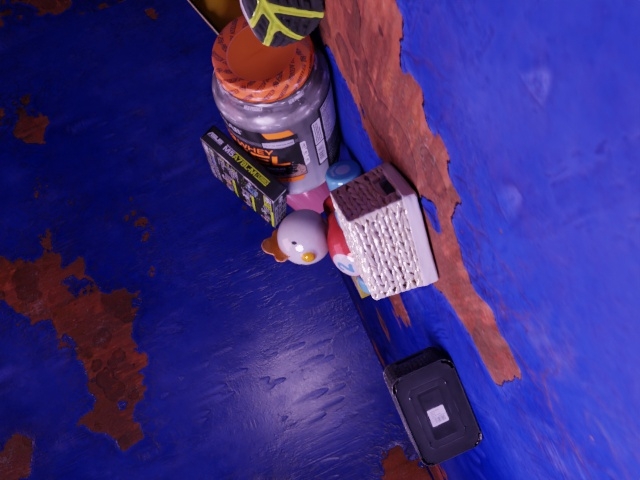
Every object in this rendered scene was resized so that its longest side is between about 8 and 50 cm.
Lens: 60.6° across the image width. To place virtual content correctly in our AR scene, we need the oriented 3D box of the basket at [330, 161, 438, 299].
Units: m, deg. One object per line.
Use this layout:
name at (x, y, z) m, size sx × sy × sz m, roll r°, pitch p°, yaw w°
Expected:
basket at (0.092, -0.009, 0.804) m, size 0.113 × 0.103 × 0.167 m, roll -116°, pitch 2°, yaw -56°

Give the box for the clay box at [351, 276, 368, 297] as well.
clay box at (0.108, 0.066, 1.678) m, size 0.222 × 0.053 × 0.128 m, roll 72°, pitch 174°, yaw -53°

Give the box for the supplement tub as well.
supplement tub at (-0.075, -0.242, 1.017) m, size 0.338 × 0.207 × 0.207 m, roll 72°, pitch 174°, yaw -67°

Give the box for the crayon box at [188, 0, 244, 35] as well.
crayon box at (-0.152, -0.415, 1.125) m, size 0.203 × 0.083 × 0.323 m, roll 50°, pitch -173°, yaw 18°

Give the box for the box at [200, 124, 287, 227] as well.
box at (-0.145, -0.118, 1.073) m, size 0.184 × 0.045 × 0.191 m, roll 39°, pitch 167°, yaw 6°

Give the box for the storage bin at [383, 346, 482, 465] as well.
storage bin at (0.207, 0.307, 1.022) m, size 0.084 × 0.122 × 0.180 m, roll -136°, pitch 23°, yaw -83°

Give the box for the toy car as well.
toy car at (0.000, 0.000, 1.093) m, size 0.210 × 0.237 × 0.219 m, roll -103°, pitch -7°, yaw -46°

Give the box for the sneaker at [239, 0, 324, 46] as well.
sneaker at (-0.097, -0.413, 0.675) m, size 0.385 × 0.145 × 0.147 m, roll 77°, pitch 169°, yaw -68°

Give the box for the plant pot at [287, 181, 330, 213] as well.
plant pot at (-0.040, -0.161, 1.408) m, size 0.180 × 0.201 × 0.201 m, roll 51°, pitch 180°, yaw -8°
